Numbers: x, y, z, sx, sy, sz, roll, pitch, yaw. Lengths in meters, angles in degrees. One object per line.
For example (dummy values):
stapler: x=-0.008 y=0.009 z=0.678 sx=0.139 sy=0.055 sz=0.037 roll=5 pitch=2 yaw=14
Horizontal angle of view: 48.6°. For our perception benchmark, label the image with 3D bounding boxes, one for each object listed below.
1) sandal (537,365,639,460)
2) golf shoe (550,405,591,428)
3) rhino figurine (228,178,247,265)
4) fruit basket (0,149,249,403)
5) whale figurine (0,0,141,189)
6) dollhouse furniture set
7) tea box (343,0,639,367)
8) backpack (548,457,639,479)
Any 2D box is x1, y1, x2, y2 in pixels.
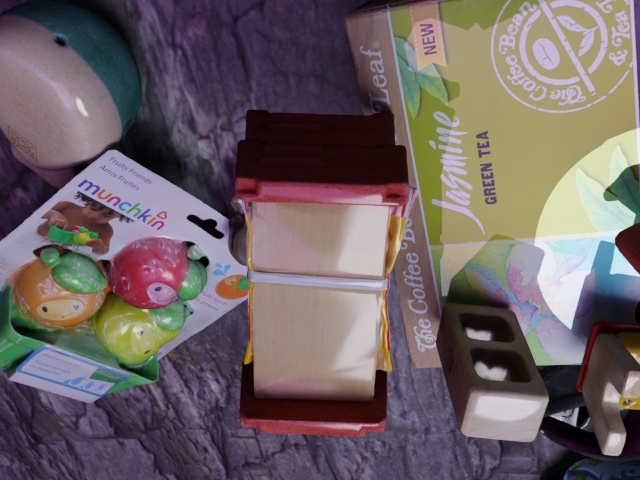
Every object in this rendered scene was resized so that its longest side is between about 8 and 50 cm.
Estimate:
sandal: x=0.297 y=0.161 z=0.710 sx=0.167 sy=0.107 sz=0.446 roll=42 pitch=164 yaw=-19
golf shoe: x=0.335 y=0.230 z=0.984 sx=0.069 sy=0.086 sz=0.176 roll=26 pitch=130 yaw=-10
rhino figurine: x=0.000 y=0.000 z=0.879 sx=0.243 sy=0.073 sz=0.106 roll=12 pitch=106 yaw=-20
fruit basket: x=-0.256 y=0.069 z=0.910 sx=0.353 sy=0.165 sz=0.327 roll=-30 pitch=140 yaw=23
whale figurine: x=-0.295 y=-0.161 z=0.821 sx=0.216 sy=0.141 sz=0.272 roll=37 pitch=150 yaw=-3
dollhouse furniture set: x=0.123 y=0.027 z=0.530 sx=0.374 sy=0.152 sz=0.201 roll=3 pitch=117 yaw=-1
tea box: x=0.225 y=-0.082 z=0.633 sx=0.324 sy=0.220 sz=0.328 roll=-6 pitch=113 yaw=20
backpack: x=0.468 y=0.402 z=0.922 sx=0.290 sy=0.355 sz=0.273 roll=6 pitch=103 yaw=6
